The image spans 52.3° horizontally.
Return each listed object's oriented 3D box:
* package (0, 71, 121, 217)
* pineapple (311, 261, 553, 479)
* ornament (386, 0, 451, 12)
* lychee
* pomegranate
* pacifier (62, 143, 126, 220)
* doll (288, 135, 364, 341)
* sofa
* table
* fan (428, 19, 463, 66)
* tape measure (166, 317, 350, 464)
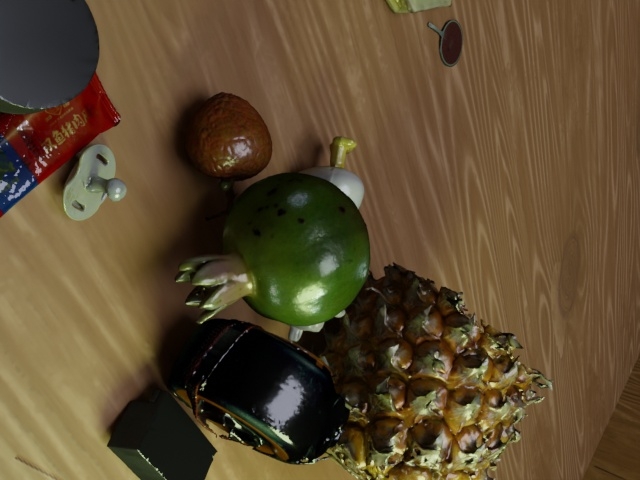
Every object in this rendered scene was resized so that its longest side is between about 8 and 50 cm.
[{"bbox_3d":[-0.278,-0.095,0.629,0.200,0.022,0.083,-51,135,-31],"label":"package"},{"bbox_3d":[0.136,0.229,0.987,0.300,0.352,0.352,-52,136,-15],"label":"pineapple"},{"bbox_3d":[0.177,-0.444,1.066,0.180,0.059,0.201,41,71,-49],"label":"ornament"},{"bbox_3d":[-0.106,-0.103,0.775,0.101,0.114,0.140,-26,104,-18],"label":"lychee"},{"bbox_3d":[-0.054,0.021,0.752,0.225,0.187,0.187,-25,119,-30],"label":"pomegranate"},{"bbox_3d":[-0.225,-0.055,0.672,0.083,0.064,0.068,-67,158,-12],"label":"pacifier"},{"bbox_3d":[0.000,0.000,0.921,0.138,0.119,0.293,63,42,-84],"label":"doll"},{"bbox_3d":[-0.196,0.258,0.812,0.147,0.060,0.085,64,35,-39],"label":"sofa"},{"bbox_3d":[-0.269,-0.182,0.583,0.134,0.043,0.133,-3,94,-47],"label":"table"},{"bbox_3d":[0.228,-0.368,1.186,0.133,0.005,0.085,15,90,-52],"label":"fan"},{"bbox_3d":[-0.080,0.189,0.808,0.223,0.202,0.135,48,60,-38],"label":"tape measure"}]
